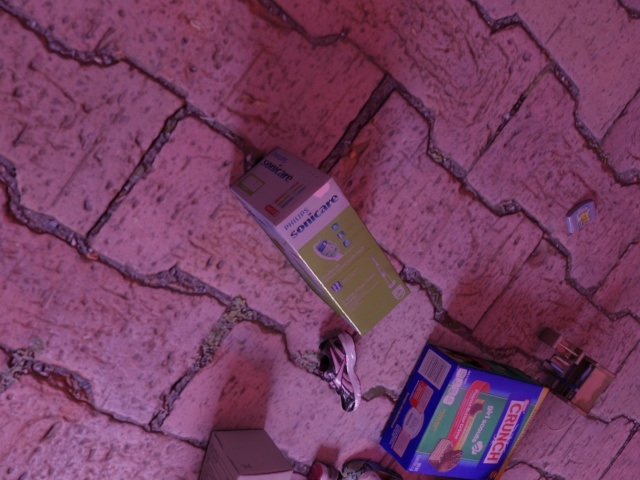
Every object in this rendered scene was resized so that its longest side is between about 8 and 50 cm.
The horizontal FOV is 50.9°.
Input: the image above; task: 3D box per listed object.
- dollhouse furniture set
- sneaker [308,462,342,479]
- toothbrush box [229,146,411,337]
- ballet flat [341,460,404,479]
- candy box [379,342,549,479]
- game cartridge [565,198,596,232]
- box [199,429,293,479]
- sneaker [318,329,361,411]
[{"bbox_3d":[0.600,0.319,1.679,0.183,0.129,0.129,35,91,-10],"label":"dollhouse furniture set"},{"bbox_3d":[0.002,0.566,1.466,0.074,0.063,0.170,13,99,-26],"label":"sneaker"},{"bbox_3d":[0.000,0.000,1.148,0.122,0.206,0.283,-41,124,-8],"label":"toothbrush box"},{"bbox_3d":[0.132,0.548,1.531,0.188,0.070,0.070,24,97,-34],"label":"ballet flat"},{"bbox_3d":[0.333,0.404,1.548,0.317,0.122,0.268,19,100,-34],"label":"candy box"},{"bbox_3d":[0.611,-0.060,1.577,0.083,0.017,0.056,-32,118,-14],"label":"game cartridge"},{"bbox_3d":[-0.172,0.541,1.312,0.121,0.148,0.311,8,107,-32],"label":"box"},{"bbox_3d":[0.033,0.269,1.370,0.077,0.072,0.178,-12,108,-11],"label":"sneaker"}]
